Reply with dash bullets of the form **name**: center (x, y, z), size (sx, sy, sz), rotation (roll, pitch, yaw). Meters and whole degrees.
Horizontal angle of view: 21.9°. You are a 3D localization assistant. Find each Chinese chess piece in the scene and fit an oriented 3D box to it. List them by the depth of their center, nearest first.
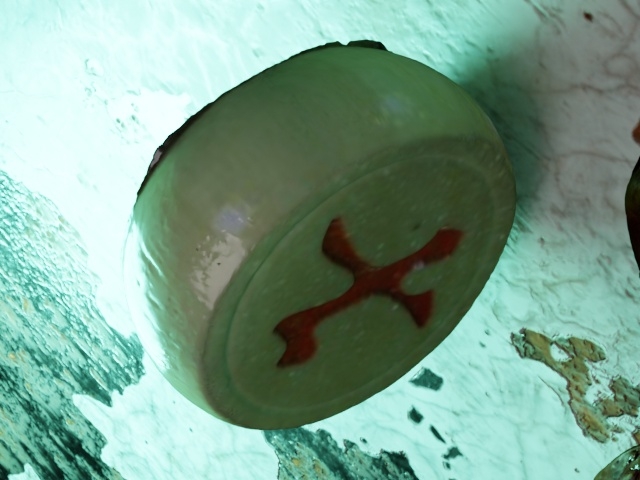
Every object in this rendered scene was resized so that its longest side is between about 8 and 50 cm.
- **Chinese chess piece**: center (0.000, 0.000, 1.351), size (0.140, 0.338, 0.338), rotation (46, 142, 34)

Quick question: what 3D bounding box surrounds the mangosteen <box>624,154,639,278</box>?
- **mangosteen**: center (0.311, 0.000, 1.150), size (0.216, 0.216, 0.216), rotation (24, 132, 30)

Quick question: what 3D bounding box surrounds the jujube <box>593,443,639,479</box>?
- **jujube**: center (0.340, 0.285, 1.350), size (0.290, 0.197, 0.197), rotation (41, 141, -8)
